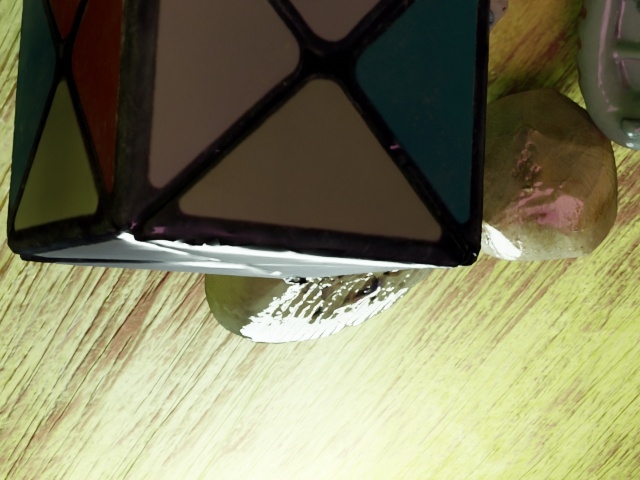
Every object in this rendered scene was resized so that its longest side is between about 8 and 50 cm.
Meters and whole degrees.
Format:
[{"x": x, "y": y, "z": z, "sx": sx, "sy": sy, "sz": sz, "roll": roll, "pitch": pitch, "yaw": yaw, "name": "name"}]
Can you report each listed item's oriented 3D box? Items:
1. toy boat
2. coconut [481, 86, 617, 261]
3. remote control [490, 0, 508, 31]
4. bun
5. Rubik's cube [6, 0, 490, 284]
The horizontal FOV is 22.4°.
[{"x": 0.317, "y": -0.185, "z": 1.593, "sx": 0.134, "sy": 0.079, "sz": 0.208, "roll": 9, "pitch": 118, "yaw": 15, "name": "toy boat"}, {"x": 0.225, "y": -0.067, "z": 1.694, "sx": 0.194, "sy": 0.194, "sz": 0.194, "roll": -13, "pitch": 143, "yaw": -10, "name": "coconut"}, {"x": 0.122, "y": -0.224, "z": 1.563, "sx": 0.122, "sy": 0.032, "sz": 0.074, "roll": 6, "pitch": 135, "yaw": -33, "name": "remote control"}, {"x": 0.005, "y": -0.002, "z": 1.680, "sx": 0.273, "sy": 0.168, "sz": 0.273, "roll": -20, "pitch": 155, "yaw": -10, "name": "bun"}, {"x": -0.059, "y": -0.130, "z": 1.290, "sx": 0.310, "sy": 0.305, "sz": 0.307, "roll": 6, "pitch": 174, "yaw": -28, "name": "Rubik's cube"}]
